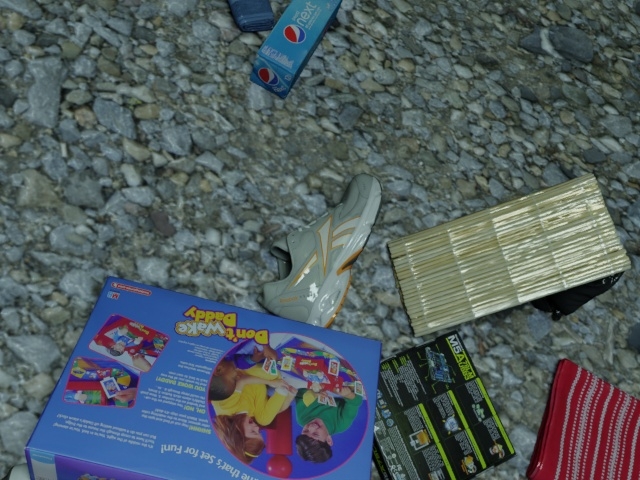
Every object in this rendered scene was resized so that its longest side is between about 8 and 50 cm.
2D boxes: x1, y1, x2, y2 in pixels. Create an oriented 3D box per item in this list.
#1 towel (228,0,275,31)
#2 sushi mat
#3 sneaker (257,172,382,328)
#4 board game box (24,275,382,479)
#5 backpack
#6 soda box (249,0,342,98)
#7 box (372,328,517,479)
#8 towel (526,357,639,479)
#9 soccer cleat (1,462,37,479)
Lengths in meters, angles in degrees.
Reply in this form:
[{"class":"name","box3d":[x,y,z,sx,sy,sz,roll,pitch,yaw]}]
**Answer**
[{"class":"towel","box3d":[-0.121,-0.398,1.076,0.067,0.029,0.119,-14,74,-22]},{"class":"sushi mat","box3d":[0.260,0.021,0.938,0.316,0.019,0.151,-19,72,9]},{"class":"sneaker","box3d":[0.000,0.000,0.916,0.121,0.099,0.262,25,62,-1]},{"class":"board game box","box3d":[-0.113,0.188,0.747,0.347,0.078,0.233,15,44,-3]},{"class":"backpack","box3d":[0.356,0.012,1.004,0.182,0.152,0.115,44,49,9]},{"class":"soda box","box3d":[-0.034,-0.333,1.052,0.067,0.071,0.210,29,63,-3]},{"class":"box","box3d":[0.146,0.239,0.890,0.184,0.045,0.191,-17,74,-25]},{"class":"towel","box3d":[0.441,0.315,0.957,0.274,0.031,0.199,29,64,-4]},{"class":"soccer cleat","box3d":[-0.262,0.386,0.667,0.116,0.109,0.318,-4,66,-15]}]
